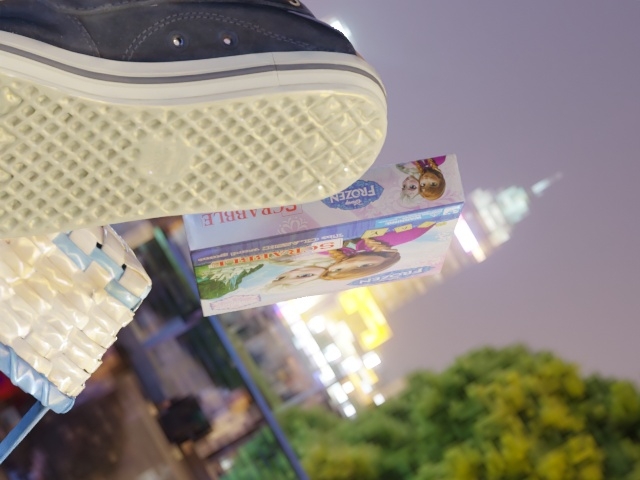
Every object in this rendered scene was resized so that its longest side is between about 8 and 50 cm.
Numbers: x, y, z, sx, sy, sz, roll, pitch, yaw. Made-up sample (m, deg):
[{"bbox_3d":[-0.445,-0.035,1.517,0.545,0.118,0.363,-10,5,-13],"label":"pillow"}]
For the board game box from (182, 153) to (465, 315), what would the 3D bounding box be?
[{"bbox_3d":[0.000,0.000,2.012,0.318,0.318,0.066,92,-12,-75],"label":"board game box"}]

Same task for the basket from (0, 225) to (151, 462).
[{"bbox_3d":[-0.310,0.065,1.470,0.255,0.289,0.201,49,-5,-27],"label":"basket"}]

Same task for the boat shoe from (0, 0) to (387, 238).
[{"bbox_3d":[-0.194,-0.113,1.215,0.187,0.500,0.156,112,-35,-42],"label":"boat shoe"}]
